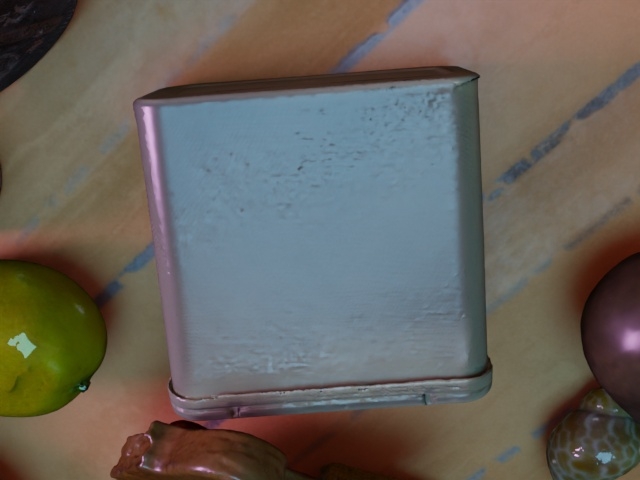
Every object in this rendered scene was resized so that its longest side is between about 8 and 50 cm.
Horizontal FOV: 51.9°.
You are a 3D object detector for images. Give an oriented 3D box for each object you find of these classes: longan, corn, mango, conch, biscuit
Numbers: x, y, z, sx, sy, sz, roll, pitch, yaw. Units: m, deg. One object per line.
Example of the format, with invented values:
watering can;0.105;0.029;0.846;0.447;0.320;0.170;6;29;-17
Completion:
longan;0.423;0.119;0.738;0.246;0.215;0.245;2;96;17
corn;0.094;0.360;0.907;0.206;0.067;0.067;22;109;-6
mango;-0.384;0.115;0.769;0.273;0.149;0.185;-2;118;7
conch;0.354;0.268;0.857;0.116;0.106;0.172;-6;131;-19
biscuit;-0.043;0.308;0.785;0.394;0.076;0.368;26;147;-12

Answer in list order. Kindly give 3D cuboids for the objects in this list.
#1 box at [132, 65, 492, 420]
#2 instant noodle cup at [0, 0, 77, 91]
box;0.000;0.000;0.714;0.352;0.177;0.343;-4;109;2
instant noodle cup;-0.377;-0.246;0.605;0.217;0.217;0.207;-38;100;13
